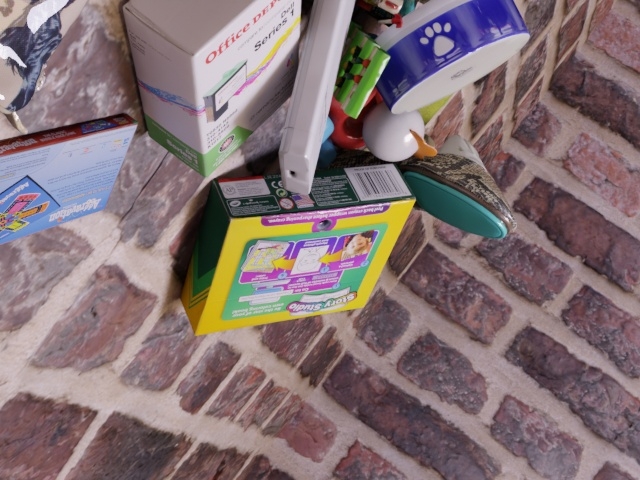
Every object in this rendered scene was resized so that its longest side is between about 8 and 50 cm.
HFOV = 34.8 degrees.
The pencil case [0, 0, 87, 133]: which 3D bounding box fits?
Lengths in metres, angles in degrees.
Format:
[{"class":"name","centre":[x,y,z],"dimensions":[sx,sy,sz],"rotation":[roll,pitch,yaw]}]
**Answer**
[{"class":"pencil case","centre":[-0.209,-0.300,0.874],"dimensions":[0.410,0.160,0.183],"rotation":[-52,148,-5]}]

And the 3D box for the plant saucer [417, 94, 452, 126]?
[{"class":"plant saucer","centre":[0.154,-0.281,2.017],"dimensions":[0.188,0.188,0.045],"rotation":[-49,130,-16]}]

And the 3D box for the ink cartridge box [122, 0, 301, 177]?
[{"class":"ink cartridge box","centre":[-0.129,-0.243,1.312],"dimensions":[0.201,0.117,0.278],"rotation":[-47,164,-22]}]

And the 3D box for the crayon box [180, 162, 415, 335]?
[{"class":"crayon box","centre":[-0.047,0.016,1.858],"dimensions":[0.362,0.106,0.313],"rotation":[-7,142,-27]}]

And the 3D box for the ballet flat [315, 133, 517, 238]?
[{"class":"ballet flat","centre":[0.188,-0.130,1.963],"dimensions":[0.182,0.482,0.164],"rotation":[-58,134,-22]}]

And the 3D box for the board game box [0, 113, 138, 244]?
[{"class":"board game box","centre":[-0.341,-0.069,1.245],"dimensions":[0.281,0.027,0.145],"rotation":[-27,148,-58]}]

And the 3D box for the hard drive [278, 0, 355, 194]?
[{"class":"hard drive","centre":[0.002,-0.261,1.461],"dimensions":[0.233,0.047,0.353],"rotation":[92,11,-80]}]

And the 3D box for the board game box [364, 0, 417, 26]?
[{"class":"board game box","centre":[0.138,-0.440,1.796],"dimensions":[0.126,0.026,0.186],"rotation":[-67,163,9]}]

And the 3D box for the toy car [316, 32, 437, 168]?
[{"class":"toy car","centre":[0.109,-0.207,1.860],"dimensions":[0.219,0.238,0.210],"rotation":[-49,164,-13]}]

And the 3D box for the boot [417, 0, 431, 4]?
[{"class":"boot","centre":[0.238,-0.461,1.648],"dimensions":[0.095,0.262,0.204],"rotation":[8,112,-35]}]

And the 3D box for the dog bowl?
[{"class":"dog bowl","centre":[0.207,-0.317,1.689],"dimensions":[0.264,0.104,0.265],"rotation":[-28,174,-3]}]

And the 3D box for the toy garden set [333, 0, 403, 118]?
[{"class":"toy garden set","centre":[0.060,-0.326,1.617],"dimensions":[0.204,0.049,0.244],"rotation":[-61,-160,16]}]
